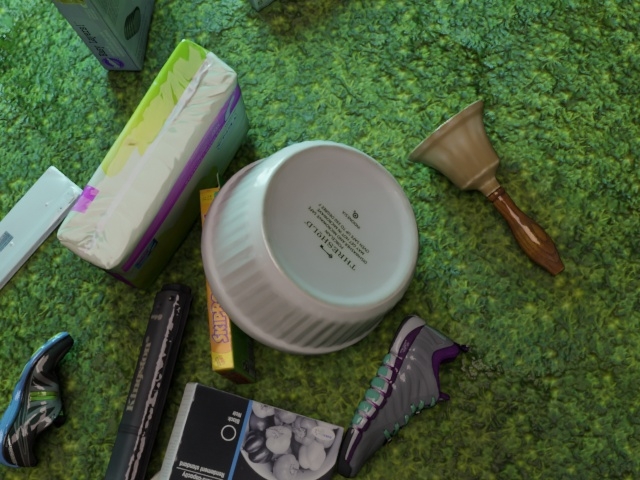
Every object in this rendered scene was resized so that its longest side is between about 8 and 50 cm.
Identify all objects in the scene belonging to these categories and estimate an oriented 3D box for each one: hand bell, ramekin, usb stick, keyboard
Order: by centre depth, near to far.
[{"bbox_3d":[0.000,0.000,1.190,0.273,0.127,0.273,9,68,-24],"label":"ramekin"},{"bbox_3d":[-0.223,0.192,1.255,0.045,0.077,0.278,20,74,-23],"label":"usb stick"},{"bbox_3d":[0.238,-0.053,1.266,0.126,0.126,0.242,-37,85,-4],"label":"hand bell"},{"bbox_3d":[-0.447,0.008,1.373,0.072,0.014,0.256,37,81,21],"label":"keyboard"}]

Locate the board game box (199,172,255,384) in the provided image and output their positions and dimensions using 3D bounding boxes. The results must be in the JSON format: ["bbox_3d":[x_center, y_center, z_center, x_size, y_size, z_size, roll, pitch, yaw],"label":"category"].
[{"bbox_3d":[-0.121,0.051,1.255,0.039,0.124,0.259,-6,73,7],"label":"board game box"}]

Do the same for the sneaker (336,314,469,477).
[{"bbox_3d":[0.103,0.207,1.203,0.098,0.083,0.224,26,78,9],"label":"sneaker"}]

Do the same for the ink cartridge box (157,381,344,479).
[{"bbox_3d":[-0.093,0.301,1.173,0.206,0.045,0.208,20,76,-17],"label":"ink cartridge box"}]

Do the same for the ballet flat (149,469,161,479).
[{"bbox_3d":[-0.199,0.348,1.206,0.086,0.086,0.248,17,77,12],"label":"ballet flat"}]

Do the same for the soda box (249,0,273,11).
[{"bbox_3d":[-0.031,-0.437,1.415,0.216,0.074,0.069,-36,72,-4],"label":"soda box"}]

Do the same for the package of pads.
[{"bbox_3d":[-0.205,-0.086,1.255,0.101,0.229,0.296,31,82,5],"label":"package of pads"}]

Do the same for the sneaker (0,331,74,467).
[{"bbox_3d":[-0.372,0.213,1.281,0.078,0.067,0.188,21,75,-8],"label":"sneaker"}]

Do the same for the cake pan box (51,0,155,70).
[{"bbox_3d":[-0.298,-0.412,1.355,0.070,0.246,0.267,4,75,8],"label":"cake pan box"}]
